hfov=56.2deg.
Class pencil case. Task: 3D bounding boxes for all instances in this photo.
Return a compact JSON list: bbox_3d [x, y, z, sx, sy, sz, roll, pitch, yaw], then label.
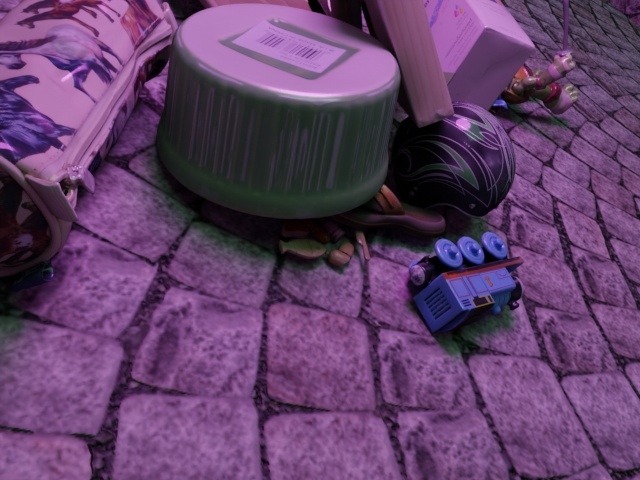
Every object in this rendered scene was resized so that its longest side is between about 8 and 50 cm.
[{"bbox_3d":[-0.270,-0.144,0.616,0.184,0.159,0.410,5,43,1],"label":"pencil case"}]

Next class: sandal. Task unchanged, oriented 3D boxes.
[{"bbox_3d":[0.083,-0.053,0.809,0.220,0.060,0.090,12,26,-22],"label":"sandal"}]

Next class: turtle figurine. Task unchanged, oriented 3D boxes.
[{"bbox_3d":[0.450,-0.383,1.255,0.266,0.198,0.274,9,86,-49],"label":"turtle figurine"}]

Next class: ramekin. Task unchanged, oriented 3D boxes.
[{"bbox_3d":[-0.048,-0.176,0.748,0.304,0.148,0.303,8,39,-6],"label":"ramekin"}]

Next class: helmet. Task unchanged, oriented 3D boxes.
[{"bbox_3d":[0.202,-0.119,0.882,0.162,0.169,0.169,3,24,37],"label":"helmet"}]

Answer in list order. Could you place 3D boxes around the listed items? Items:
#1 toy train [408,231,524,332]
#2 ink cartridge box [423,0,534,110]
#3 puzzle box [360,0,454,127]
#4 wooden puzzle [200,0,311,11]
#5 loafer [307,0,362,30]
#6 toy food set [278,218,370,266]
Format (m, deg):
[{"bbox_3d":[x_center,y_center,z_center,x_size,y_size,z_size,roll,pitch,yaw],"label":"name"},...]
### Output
[{"bbox_3d":[0.194,0.053,0.778,0.184,0.080,0.105,-7,62,-39],"label":"toy train"},{"bbox_3d":[0.242,-0.397,1.158,0.119,0.207,0.353,11,43,-25],"label":"ink cartridge box"},{"bbox_3d":[0.103,-0.341,0.904,0.409,0.052,0.272,-90,160,-68],"label":"puzzle box"},{"bbox_3d":[-0.109,-0.433,1.086,0.348,0.080,0.322,-6,53,-42],"label":"wooden puzzle"},{"bbox_3d":[0.029,-0.307,0.984,0.088,0.094,0.251,-10,84,-15],"label":"loafer"},{"bbox_3d":[0.000,0.000,0.750,0.122,0.019,0.077,10,45,-24],"label":"toy food set"}]
